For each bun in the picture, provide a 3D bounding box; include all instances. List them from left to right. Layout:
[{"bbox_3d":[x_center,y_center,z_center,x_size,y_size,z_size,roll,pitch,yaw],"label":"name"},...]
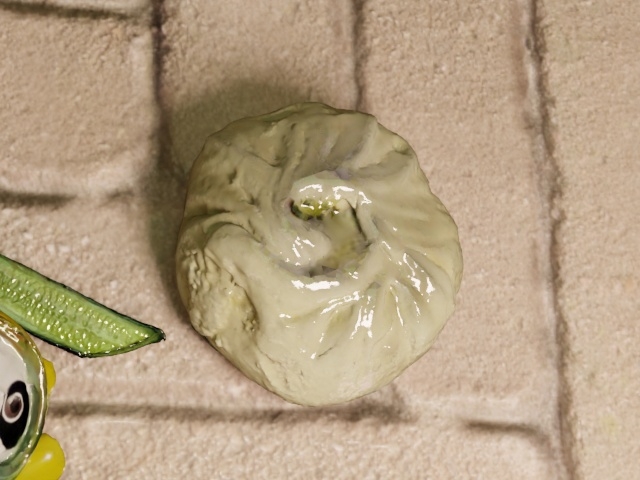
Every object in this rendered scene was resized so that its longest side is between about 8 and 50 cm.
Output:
[{"bbox_3d":[0.000,0.000,1.914,0.359,0.211,0.360,6,68,-14],"label":"bun"}]

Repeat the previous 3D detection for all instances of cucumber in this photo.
[{"bbox_3d":[-0.289,0.093,1.892,0.220,0.046,0.070,25,67,-3],"label":"cucumber"}]

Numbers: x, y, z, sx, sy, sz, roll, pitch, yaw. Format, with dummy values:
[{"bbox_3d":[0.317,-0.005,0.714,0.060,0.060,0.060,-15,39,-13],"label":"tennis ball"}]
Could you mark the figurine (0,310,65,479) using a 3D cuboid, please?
[{"bbox_3d":[-0.426,0.204,1.724,0.324,0.231,0.340,50,53,-20],"label":"figurine"}]
